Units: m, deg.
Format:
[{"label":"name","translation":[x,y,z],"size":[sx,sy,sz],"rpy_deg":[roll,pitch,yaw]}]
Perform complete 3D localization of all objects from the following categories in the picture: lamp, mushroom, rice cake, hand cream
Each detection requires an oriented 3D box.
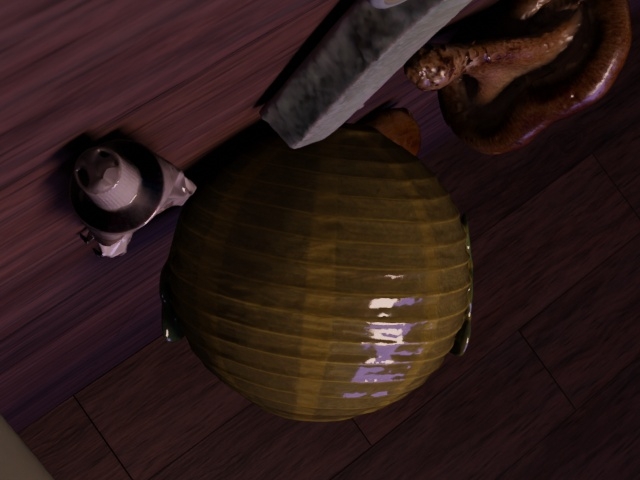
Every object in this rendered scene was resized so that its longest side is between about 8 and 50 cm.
[{"label":"lamp","translation":[0.000,0.000,0.895],"size":[0.250,0.284,0.250],"rpy_deg":[5,-166,-1]},{"label":"mushroom","translation":[0.083,-0.119,1.294],"size":[0.129,0.073,0.088],"rpy_deg":[-38,147,-45]},{"label":"rice cake","translation":[0.046,-0.132,0.683],"size":[0.081,0.051,0.290],"rpy_deg":[-24,174,-30]},{"label":"hand cream","translation":[-0.113,-0.024,0.676],"size":[0.084,0.050,0.257],"rpy_deg":[-38,-179,-7]},{"label":"mushroom","translation":[0.169,-0.172,1.060],"size":[0.227,0.148,0.218],"rpy_deg":[-43,159,31]}]

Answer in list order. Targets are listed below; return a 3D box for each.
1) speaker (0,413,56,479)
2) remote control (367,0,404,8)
[{"label":"speaker","translation":[-0.339,0.225,0.713],"size":[0.183,0.184,0.406],"rpy_deg":[-36,178,21]},{"label":"remote control","translation":[0.050,-0.149,0.432],"size":[0.087,0.047,0.244],"rpy_deg":[-38,178,-4]}]
